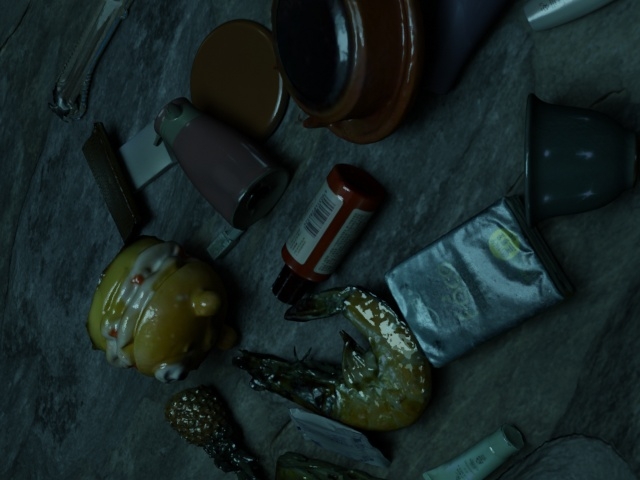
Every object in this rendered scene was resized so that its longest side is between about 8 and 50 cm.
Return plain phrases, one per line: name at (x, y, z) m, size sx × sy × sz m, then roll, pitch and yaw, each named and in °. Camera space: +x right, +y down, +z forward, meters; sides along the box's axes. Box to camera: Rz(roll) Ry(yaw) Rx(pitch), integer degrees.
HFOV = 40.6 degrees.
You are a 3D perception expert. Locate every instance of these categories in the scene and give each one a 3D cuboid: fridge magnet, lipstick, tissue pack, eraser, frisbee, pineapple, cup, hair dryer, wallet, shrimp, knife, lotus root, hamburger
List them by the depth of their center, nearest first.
cup at (0.374, -0.114, 1.242) m, size 0.150 × 0.199 × 0.199 m, roll 1°, pitch 97°, yaw 17°
tissue pack at (0.251, 0.069, 1.394) m, size 0.257 × 0.081 × 0.185 m, roll -35°, pitch 76°, yaw 32°
hair dryer at (0.160, -0.443, 1.399) m, size 0.361 × 0.121 × 0.301 m, roll 46°, pitch 128°, yaw 32°
fridge magnet at (0.039, -0.333, 1.403) m, size 0.364 × 0.155 × 0.363 m, roll 33°, pitch 130°, yaw 51°
shrimp at (0.002, 0.209, 1.567) m, size 0.445 × 0.085 × 0.271 m, roll 0°, pitch 106°, yaw 38°
tissue pack at (0.029, 0.362, 1.581) m, size 0.193 × 0.026 × 0.122 m, roll 10°, pitch 144°, yaw 35°
lotus root at (0.000, 0.475, 1.604) m, size 0.235 × 0.138 × 0.118 m, roll 6°, pitch 90°, yaw 40°
frisbee at (-0.162, -0.300, 1.673) m, size 0.251 × 0.021 × 0.250 m, roll 5°, pitch 99°, yaw 36°
hamburger at (-0.294, 0.149, 1.691) m, size 0.237 × 0.276 × 0.276 m, roll 25°, pitch 110°, yaw 19°
lipstick at (-0.173, -0.011, 1.711) m, size 0.129 × 0.030 × 0.030 m, roll -43°, pitch 72°, yaw 31°
pineapple at (-0.207, 0.407, 1.743) m, size 0.251 × 0.125 × 0.125 m, roll 49°, pitch 120°, yaw 14°
eraser at (-0.370, -0.175, 1.833) m, size 0.150 × 0.023 × 0.103 m, roll -30°, pitch 78°, yaw 34°
wallet at (-0.446, -0.123, 1.868) m, size 0.133 × 0.039 × 0.243 m, roll -43°, pitch 69°, yaw 56°
knife at (-0.489, -0.418, 1.876) m, size 0.089 × 0.043 × 0.365 m, roll 32°, pitch 115°, yaw -8°

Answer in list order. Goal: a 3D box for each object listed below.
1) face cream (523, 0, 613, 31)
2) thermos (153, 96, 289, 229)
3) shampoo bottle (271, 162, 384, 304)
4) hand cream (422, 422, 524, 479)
face cream at (0.386, -0.367, 1.260) m, size 0.182 × 0.051 × 0.072 m, roll -25°, pitch 80°, yaw 36°
thermos at (-0.199, -0.154, 1.639) m, size 0.146 × 0.176 × 0.265 m, roll -43°, pitch 70°, yaw -12°
shampoo bottle at (0.000, 0.000, 1.545) m, size 0.104 × 0.104 × 0.278 m, roll 45°, pitch 118°, yaw 22°
hand cream at (0.256, 0.379, 1.453) m, size 0.078 × 0.050 × 0.205 m, roll 52°, pitch 126°, yaw 15°
